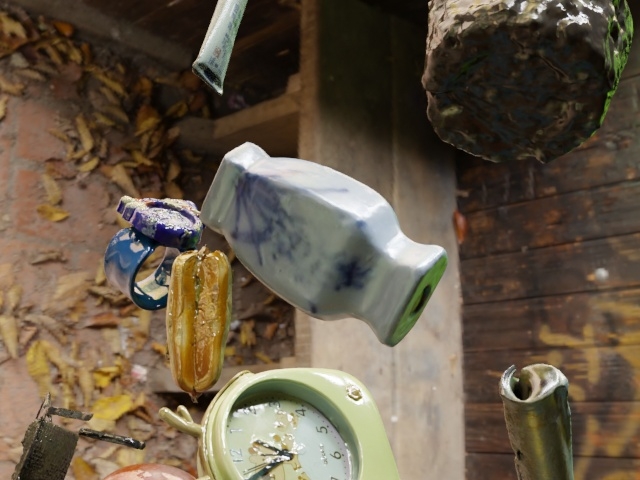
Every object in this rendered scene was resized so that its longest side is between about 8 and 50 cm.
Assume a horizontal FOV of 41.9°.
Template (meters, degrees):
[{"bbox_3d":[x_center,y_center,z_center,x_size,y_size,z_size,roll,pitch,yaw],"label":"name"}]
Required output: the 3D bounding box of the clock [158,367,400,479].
[{"bbox_3d":[-0.054,0.275,1.051,0.308,0.096,0.235,8,47,-29],"label":"clock"}]

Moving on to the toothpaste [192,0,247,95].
[{"bbox_3d":[-0.153,-0.372,1.392,0.069,0.047,0.268,89,13,-67],"label":"toothpaste"}]

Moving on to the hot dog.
[{"bbox_3d":[-0.205,0.137,1.408,0.072,0.109,0.269,78,15,-77],"label":"hot dog"}]

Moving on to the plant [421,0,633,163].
[{"bbox_3d":[0.240,-0.258,0.953,0.213,0.215,0.312,67,31,-42],"label":"plant"}]

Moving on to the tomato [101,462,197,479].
[{"bbox_3d":[-0.270,0.506,1.390,0.227,0.270,0.270,-9,88,-24],"label":"tomato"}]

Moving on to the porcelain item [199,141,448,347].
[{"bbox_3d":[0.000,0.000,1.417,0.178,0.405,0.242,-12,131,-63],"label":"porcelain item"}]

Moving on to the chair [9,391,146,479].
[{"bbox_3d":[-0.375,0.301,1.161,0.149,0.213,0.174,49,51,-54],"label":"chair"}]

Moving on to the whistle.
[{"bbox_3d":[0.250,0.258,0.929,0.057,0.068,0.326,-53,139,-35],"label":"whistle"}]

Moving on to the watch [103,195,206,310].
[{"bbox_3d":[-0.321,0.027,1.646,0.196,0.171,0.200,8,109,-44],"label":"watch"}]
